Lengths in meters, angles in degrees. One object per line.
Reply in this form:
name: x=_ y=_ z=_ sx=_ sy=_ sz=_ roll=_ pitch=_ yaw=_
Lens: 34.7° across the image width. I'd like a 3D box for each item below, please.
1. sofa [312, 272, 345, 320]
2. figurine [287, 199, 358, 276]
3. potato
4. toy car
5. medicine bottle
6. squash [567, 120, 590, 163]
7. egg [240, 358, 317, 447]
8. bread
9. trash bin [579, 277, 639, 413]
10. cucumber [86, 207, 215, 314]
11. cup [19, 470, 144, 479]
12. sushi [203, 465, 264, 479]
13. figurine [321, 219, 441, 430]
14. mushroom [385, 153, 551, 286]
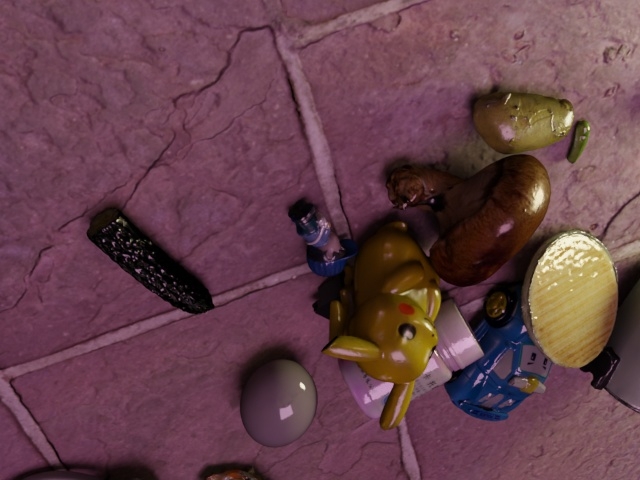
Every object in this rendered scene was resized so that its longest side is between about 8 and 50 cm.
sofa: x=0.062 y=0.118 z=1.914 sx=0.147 sy=0.060 sz=0.085 roll=27 pitch=132 yaw=-34
figurine: x=0.000 y=0.000 z=1.775 sx=0.087 sy=0.086 sz=0.149 roll=-51 pitch=130 yaw=-16
potato: x=0.343 y=-0.201 z=1.726 sx=0.188 sy=0.085 sz=0.105 roll=-8 pitch=100 yaw=-18
toy car: x=0.386 y=0.229 z=2.041 sx=0.198 sy=0.166 sz=0.314 roll=21 pitch=118 yaw=-36
medicine bottle: x=0.174 y=0.224 z=1.965 sx=0.254 sy=0.152 sz=0.152 roll=-29 pitch=131 yaw=8
squash: x=0.461 y=-0.174 z=1.827 sx=0.027 sy=0.027 sz=0.089 roll=-6 pitch=131 yaw=-14
egg: x=-0.081 y=0.314 z=1.954 sx=0.146 sy=0.146 sz=0.198 roll=4 pitch=133 yaw=-22
bread: x=0.479 y=0.112 z=1.969 sx=0.267 sy=0.040 sz=0.267 roll=-1 pitch=92 yaw=-35
trash bin: x=0.703 y=0.195 z=2.082 sx=0.277 sy=0.217 sz=0.262 roll=4 pitch=127 yaw=-31
cucumber: x=-0.274 y=0.049 z=1.722 sx=0.072 sy=0.072 sz=0.300 roll=-35 pitch=130 yaw=10
cup: x=-0.461 y=0.588 z=2.017 sx=0.327 sy=0.237 sz=0.322 roll=-21 pitch=101 yaw=-1
sushi: x=-0.144 y=0.535 z=2.148 sx=0.226 sy=0.103 sz=0.097 roll=29 pitch=98 yaw=-37
figurine: x=0.113 y=0.126 z=1.763 sx=0.169 sy=0.326 sz=0.218 roll=-24 pitch=132 yaw=28
mushroom: x=0.278 y=-0.057 z=1.752 sx=0.267 sy=0.267 sz=0.254 roll=-27 pitch=105 yaw=3
